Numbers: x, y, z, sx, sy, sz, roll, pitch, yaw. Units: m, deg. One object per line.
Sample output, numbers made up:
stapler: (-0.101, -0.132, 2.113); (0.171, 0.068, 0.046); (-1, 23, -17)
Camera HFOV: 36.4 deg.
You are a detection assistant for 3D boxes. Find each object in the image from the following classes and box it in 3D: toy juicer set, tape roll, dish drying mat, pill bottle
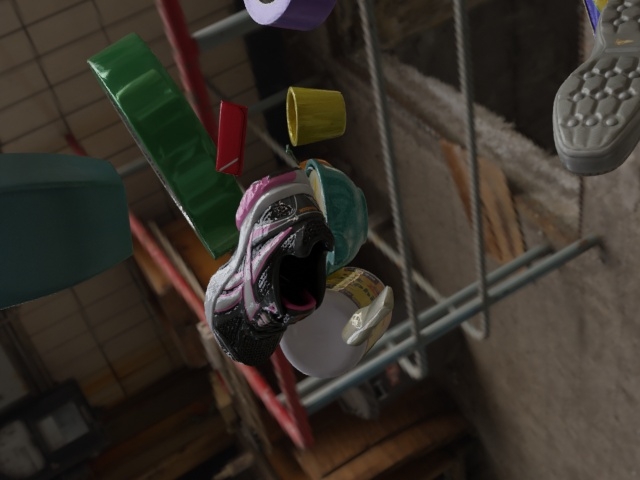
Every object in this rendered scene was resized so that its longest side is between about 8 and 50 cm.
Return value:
toy juicer set: (0.000, 0.000, 1.110); (0.209, 0.089, 0.329); (99, 162, -51)
tape roll: (-0.045, -0.428, 1.527); (0.189, 0.080, 0.189); (-3, 86, 56)
dish drying mat: (-0.098, -0.111, 1.068); (0.032, 0.008, 0.083); (17, 122, 15)
pill bottle: (0.028, 0.102, 1.306); (0.117, 0.117, 0.215); (61, -162, 0)
tape roll: (-0.200, -0.126, 1.334); (0.321, 0.077, 0.321); (55, 173, 10)

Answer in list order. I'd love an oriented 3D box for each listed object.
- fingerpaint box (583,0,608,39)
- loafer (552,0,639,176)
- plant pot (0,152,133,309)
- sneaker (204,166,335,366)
fingerpaint box: (0.464, -0.516, 1.304); (0.163, 0.371, 0.445); (-12, 99, 50)
loafer: (0.335, -0.161, 1.086); (0.112, 0.319, 0.111); (5, 131, 30)
plant pot: (-0.373, -0.022, 1.272); (0.165, 0.234, 0.165); (-136, 40, -59)
sneaker: (-0.035, 0.038, 0.715); (0.077, 0.072, 0.178); (55, 146, 36)
